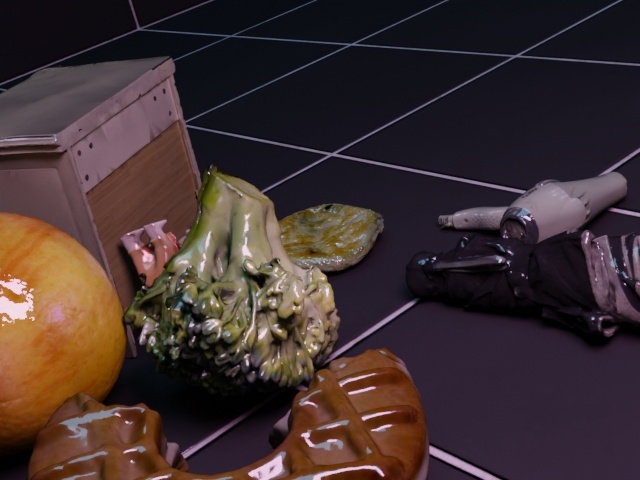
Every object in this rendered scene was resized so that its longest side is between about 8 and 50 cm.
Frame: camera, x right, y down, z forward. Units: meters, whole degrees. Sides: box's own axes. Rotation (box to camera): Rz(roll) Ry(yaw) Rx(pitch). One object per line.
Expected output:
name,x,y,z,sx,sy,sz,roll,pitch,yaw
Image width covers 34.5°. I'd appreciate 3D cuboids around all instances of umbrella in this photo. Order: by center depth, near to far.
umbrella,0.241,0.044,1.143,0.358,0.113,0.106,1,1,40

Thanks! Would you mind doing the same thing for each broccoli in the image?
broccoli,-0.083,0.047,1.148,0.248,0.245,0.288,7,12,-32

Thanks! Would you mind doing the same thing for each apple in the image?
apple,-0.362,0.109,1.143,0.286,0.286,0.233,-2,30,25

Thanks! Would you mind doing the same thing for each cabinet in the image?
cabinet,-0.317,-0.045,1.383,0.228,0.318,0.290,-1,28,24

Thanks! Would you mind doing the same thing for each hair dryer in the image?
hair dryer,0.296,-0.044,1.359,0.219,0.088,0.225,-15,9,-18

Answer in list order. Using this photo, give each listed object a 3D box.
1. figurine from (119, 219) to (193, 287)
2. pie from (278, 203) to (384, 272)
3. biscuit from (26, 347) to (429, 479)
figurine,-0.165,0.025,1.325,0.111,0.102,0.195,-18,-4,35
pie,0.000,0.000,1.440,0.187,0.041,0.187,-12,25,5
biscuit,-0.076,0.218,0.895,0.366,0.115,0.268,-13,32,-7
